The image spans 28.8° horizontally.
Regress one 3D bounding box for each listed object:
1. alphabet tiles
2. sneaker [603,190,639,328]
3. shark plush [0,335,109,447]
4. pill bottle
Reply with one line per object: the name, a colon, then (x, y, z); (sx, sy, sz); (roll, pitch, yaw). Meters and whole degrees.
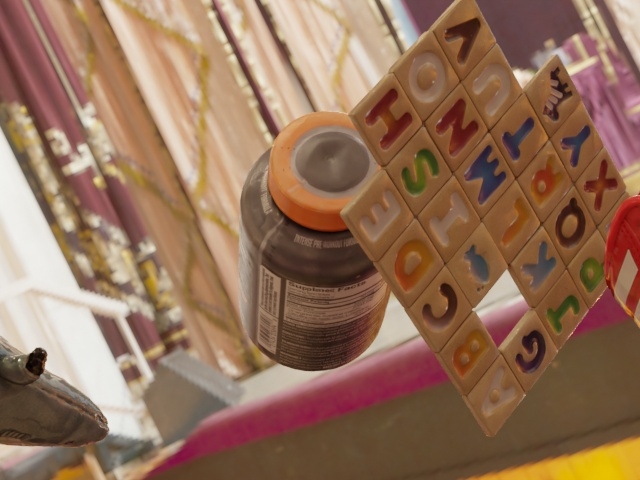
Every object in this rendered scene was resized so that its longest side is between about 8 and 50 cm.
alphabet tiles: (0.112, -0.026, 0.788); (0.198, 0.237, 0.009); (-48, 31, -23)
sneaker: (0.168, 0.012, 0.415); (0.087, 0.128, 0.221); (-51, 4, -27)
shark plush: (-0.150, 0.050, 0.572); (0.067, 0.161, 0.073); (4, 48, 14)
pill bottle: (0.000, 0.000, 0.990); (0.130, 0.130, 0.246); (-26, -24, -17)
